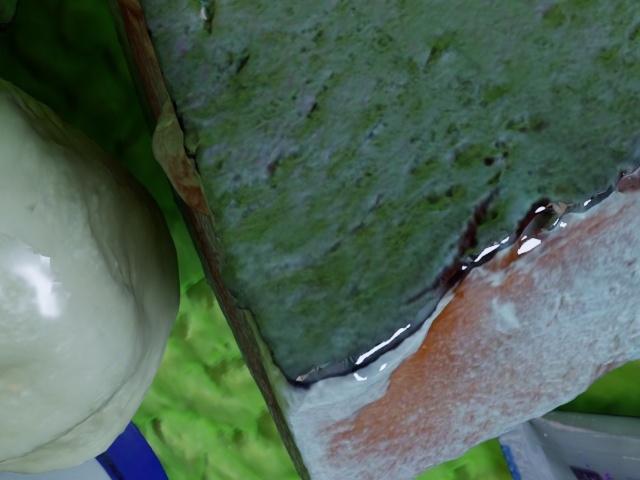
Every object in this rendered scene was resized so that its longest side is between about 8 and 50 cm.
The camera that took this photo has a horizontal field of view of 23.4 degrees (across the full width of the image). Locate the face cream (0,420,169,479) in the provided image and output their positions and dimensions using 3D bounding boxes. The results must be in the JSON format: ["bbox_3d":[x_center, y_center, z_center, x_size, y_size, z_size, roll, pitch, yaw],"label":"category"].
[{"bbox_3d":[-0.184,0.157,0.814,0.205,0.111,0.206,16,127,23],"label":"face cream"}]

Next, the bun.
[{"bbox_3d":[-0.174,0.000,0.617,0.259,0.160,0.259,32,170,6],"label":"bun"}]

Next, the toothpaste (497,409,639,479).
[{"bbox_3d":[0.208,0.113,0.590,0.299,0.073,0.114,-4,119,40],"label":"toothpaste"}]

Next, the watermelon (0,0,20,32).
[{"bbox_3d":[-0.194,-0.127,0.664,0.155,0.080,0.101,18,140,3],"label":"watermelon"}]

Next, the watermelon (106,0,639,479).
[{"bbox_3d":[0.000,0.000,0.534,0.319,0.214,0.290,23,132,3],"label":"watermelon"}]
